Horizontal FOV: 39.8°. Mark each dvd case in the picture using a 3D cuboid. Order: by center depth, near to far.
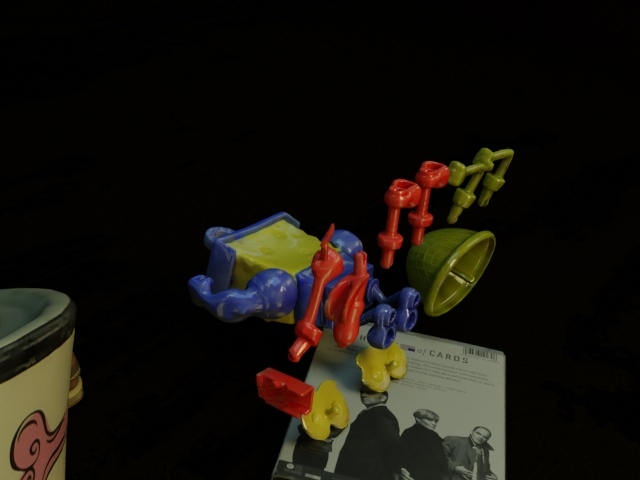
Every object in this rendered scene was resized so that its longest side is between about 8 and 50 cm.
[{"bbox_3d":[0.069,0.151,0.758,0.179,0.029,0.238,13,27,6],"label":"dvd case"}]

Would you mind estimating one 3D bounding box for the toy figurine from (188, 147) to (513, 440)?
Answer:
[{"bbox_3d":[0.000,0.000,0.805,0.217,0.191,0.362,19,28,28],"label":"toy figurine"}]

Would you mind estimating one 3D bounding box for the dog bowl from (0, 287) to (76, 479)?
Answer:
[{"bbox_3d":[-0.298,0.142,0.383,0.408,0.150,0.408,-10,6,1],"label":"dog bowl"}]

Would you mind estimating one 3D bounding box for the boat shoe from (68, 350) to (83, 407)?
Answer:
[{"bbox_3d":[-0.270,0.079,0.749,0.178,0.060,0.064,24,31,26],"label":"boat shoe"}]
